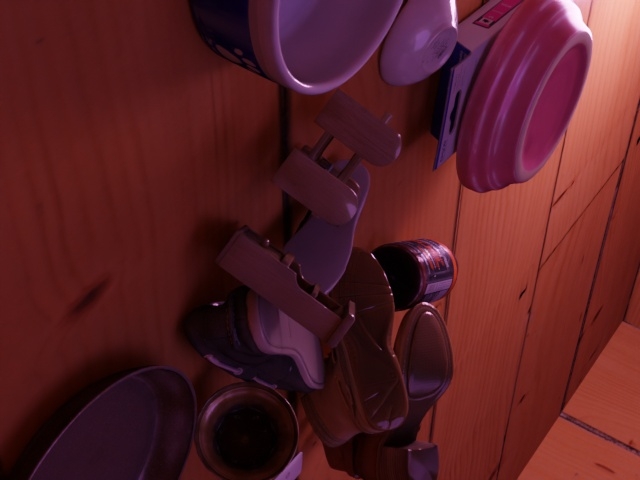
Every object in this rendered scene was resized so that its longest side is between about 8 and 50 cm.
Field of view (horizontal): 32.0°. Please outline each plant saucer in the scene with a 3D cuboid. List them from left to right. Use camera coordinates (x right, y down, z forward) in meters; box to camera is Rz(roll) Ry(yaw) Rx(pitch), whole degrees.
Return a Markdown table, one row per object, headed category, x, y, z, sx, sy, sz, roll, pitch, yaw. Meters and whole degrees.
| category | x | y | z | sx | sy | sz | roll | pitch | yaw |
| --- | --- | --- | --- | --- | --- | --- | --- | --- | --- |
| plant saucer | -0.249 | 0.266 | 1.213 | 0.310 | 0.050 | 0.310 | -44 | 149 | -35 |
| plant saucer | 0.323 | -0.217 | 1.704 | 0.332 | 0.084 | 0.332 | -48 | 153 | -33 |

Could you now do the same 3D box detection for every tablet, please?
| category | x | y | z | sx | sy | sz | roll | pitch | yaw |
| --- | --- | --- | --- | --- | --- | --- | --- | --- | --- |
| tablet | -0.054 | 0.377 | 1.770 | 0.083 | 0.006 | 0.054 | -42 | 148 | -41 |

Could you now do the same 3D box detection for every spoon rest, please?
| category | x | y | z | sx | sy | sz | roll | pitch | yaw |
| --- | --- | --- | --- | --- | --- | --- | --- | --- | --- |
| spoon rest | 0.168 | -0.319 | 1.469 | 0.276 | 0.084 | 0.137 | -50 | 154 | 1 |

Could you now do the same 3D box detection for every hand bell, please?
| category | x | y | z | sx | sy | sz | roll | pitch | yaw |
| --- | --- | --- | --- | --- | --- | --- | --- | --- | --- |
| hand bell | -0.100 | 0.269 | 1.453 | 0.126 | 0.126 | 0.242 | -56 | 174 | -18 |

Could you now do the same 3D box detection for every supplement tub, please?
| category | x | y | z | sx | sy | sz | roll | pitch | yaw |
| --- | --- | --- | --- | --- | --- | --- | --- | --- | --- |
| supplement tub | 0.148 | 0.050 | 1.735 | 0.198 | 0.106 | 0.106 | -8 | 120 | -63 |

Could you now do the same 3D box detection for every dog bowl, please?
| category | x | y | z | sx | sy | sz | roll | pitch | yaw |
| --- | --- | --- | --- | --- | --- | --- | --- | --- | --- |
| dog bowl | -0.008 | -0.282 | 1.090 | 0.265 | 0.104 | 0.264 | -45 | 149 | -36 |

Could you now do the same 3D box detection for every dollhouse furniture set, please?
| category | x | y | z | sx | sy | sz | roll | pitch | yaw |
| --- | --- | --- | --- | --- | --- | --- | --- | --- | --- |
| dollhouse furniture set | 0.022 | -0.030 | 1.246 | 0.242 | 0.161 | 0.212 | -54 | -179 | 5 |

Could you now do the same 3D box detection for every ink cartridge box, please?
| category | x | y | z | sx | sy | sz | roll | pitch | yaw |
| --- | --- | --- | --- | --- | --- | --- | --- | --- | --- |
| ink cartridge box | 0.252 | -0.265 | 1.685 | 0.371 | 0.069 | 0.175 | -44 | 150 | -43 |

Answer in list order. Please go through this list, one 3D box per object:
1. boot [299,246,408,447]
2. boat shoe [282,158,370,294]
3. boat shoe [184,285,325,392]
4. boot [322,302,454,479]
| category | x | y | z | sx | sy | sz | roll | pitch | yaw |
| --- | --- | --- | --- | --- | --- | --- | --- | --- | --- |
| boot | 0.034 | 0.158 | 1.603 | 0.095 | 0.261 | 0.203 | -6 | 164 | -25 |
| boat shoe | 0.000 | 0.000 | 1.399 | 0.076 | 0.080 | 0.228 | 110 | 0 | -57 |
| boat shoe | -0.073 | 0.127 | 1.406 | 0.335 | 0.096 | 0.112 | 49 | 34 | -68 |
| boot | 0.094 | 0.234 | 1.698 | 0.109 | 0.220 | 0.283 | 0 | 89 | -35 |
